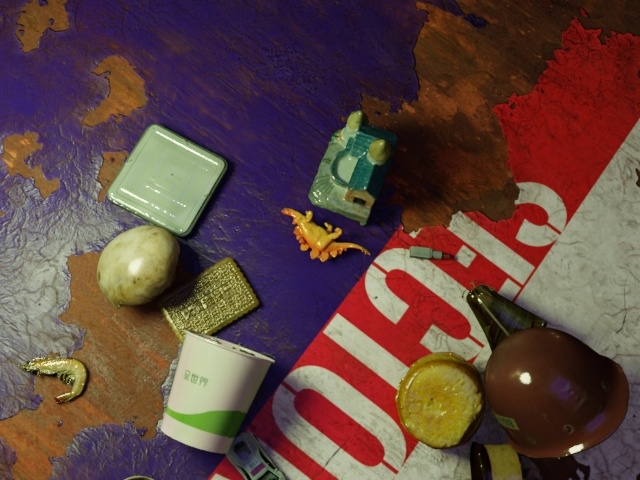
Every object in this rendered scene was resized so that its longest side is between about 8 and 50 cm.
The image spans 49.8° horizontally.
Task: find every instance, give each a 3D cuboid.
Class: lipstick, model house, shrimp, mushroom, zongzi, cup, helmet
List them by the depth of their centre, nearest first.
[{"bbox_3d":[0.552,0.348,1.739,0.337,0.385,0.230,-45,101,-4],"label":"helmet"},{"bbox_3d":[-0.277,0.389,1.786,0.253,0.253,0.274,20,81,0],"label":"cup"},{"bbox_3d":[-0.717,0.374,1.850,0.178,0.034,0.124,1,82,-10],"label":"shrimp"},{"bbox_3d":[-0.490,0.073,1.865,0.255,0.184,0.255,-11,57,18],"label":"mushroom"},{"bbox_3d":[0.108,-0.231,1.926,0.194,0.325,0.267,22,75,-2],"label":"model house"},{"bbox_3d":[0.478,0.269,1.958,0.248,0.111,0.241,33,87,10],"label":"zongzi"},{"bbox_3d":[0.328,0.041,2.030,0.129,0.030,0.030,6,75,-4],"label":"lipstick"}]

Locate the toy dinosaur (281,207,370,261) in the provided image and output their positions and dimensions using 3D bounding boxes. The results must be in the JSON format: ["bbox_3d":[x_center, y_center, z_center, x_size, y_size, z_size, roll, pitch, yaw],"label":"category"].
[{"bbox_3d":[0.000,0.000,1.992,0.288,0.070,0.117,33,86,7],"label":"toy dinosaur"}]

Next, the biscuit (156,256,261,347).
[{"bbox_3d":[-0.312,0.173,1.938,0.254,0.029,0.172,-31,80,-12],"label":"biscuit"}]

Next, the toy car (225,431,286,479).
[{"bbox_3d":[-0.167,0.605,1.831,0.095,0.056,0.205,-37,82,-14],"label":"toy car"}]

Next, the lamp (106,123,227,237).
[{"bbox_3d":[-0.441,-0.175,2.002,0.266,0.047,0.269,27,75,0],"label":"lamp"}]

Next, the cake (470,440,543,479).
[{"bbox_3d":[0.496,0.625,1.809,0.178,0.207,0.185,-6,34,3],"label":"cake"}]

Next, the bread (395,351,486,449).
[{"bbox_3d":[0.324,0.434,1.864,0.268,0.146,0.268,-1,83,8],"label":"bread"}]

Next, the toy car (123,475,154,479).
[{"bbox_3d":[-0.465,0.713,1.746,0.235,0.145,0.235,6,60,-10],"label":"toy car"}]
